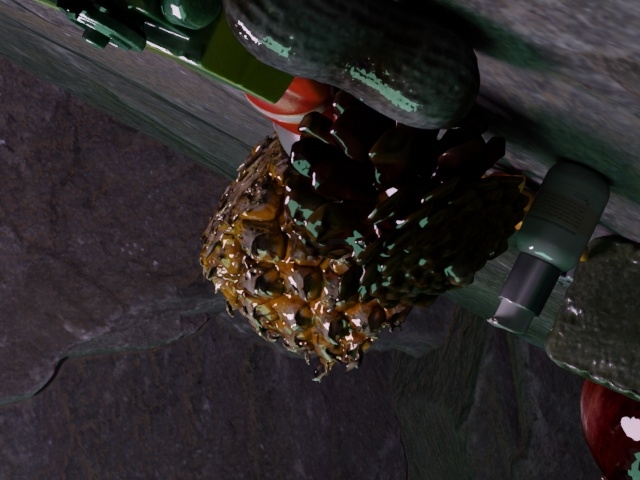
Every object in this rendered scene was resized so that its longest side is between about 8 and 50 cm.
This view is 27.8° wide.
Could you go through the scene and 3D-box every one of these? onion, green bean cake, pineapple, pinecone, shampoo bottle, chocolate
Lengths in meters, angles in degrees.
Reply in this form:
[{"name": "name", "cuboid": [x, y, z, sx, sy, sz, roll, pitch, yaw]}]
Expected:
[{"name": "onion", "cuboid": [0.518, 0.233, 1.780, 0.341, 0.341, 0.341, 26, 176, 2]}, {"name": "green bean cake", "cuboid": [0.401, 0.105, 1.629, 0.185, 0.183, 0.094, 22, 175, 41]}, {"name": "pineapple", "cuboid": [-0.002, 0.002, 1.881, 0.300, 0.352, 0.352, 35, 174, -15]}, {"name": "pinecone", "cuboid": [0.074, -0.052, 1.367, 0.264, 0.264, 0.264, 26, 176, 2]}, {"name": "shampoo bottle", "cuboid": [0.243, 0.012, 1.389, 0.074, 0.192, 0.074, 25, 175, 2]}, {"name": "chocolate", "cuboid": [0.028, -0.171, 1.096, 0.248, 0.110, 0.110, 23, 176, -10]}]

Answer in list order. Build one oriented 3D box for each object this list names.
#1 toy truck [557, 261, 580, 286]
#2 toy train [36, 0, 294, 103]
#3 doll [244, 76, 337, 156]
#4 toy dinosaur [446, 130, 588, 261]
[{"name": "toy truck", "cuboid": [0.405, 0.060, 1.936, 0.123, 0.052, 0.063, 28, 171, -28]}, {"name": "toy train", "cuboid": [-0.206, -0.260, 1.242, 0.369, 0.150, 0.237, 26, -178, 33]}, {"name": "doll", "cuboid": [-0.005, -0.154, 1.578, 0.200, 0.105, 0.336, 23, 167, 29]}, {"name": "toy dinosaur", "cuboid": [0.226, -0.053, 1.591, 0.288, 0.070, 0.117, 34, 173, -27]}]
